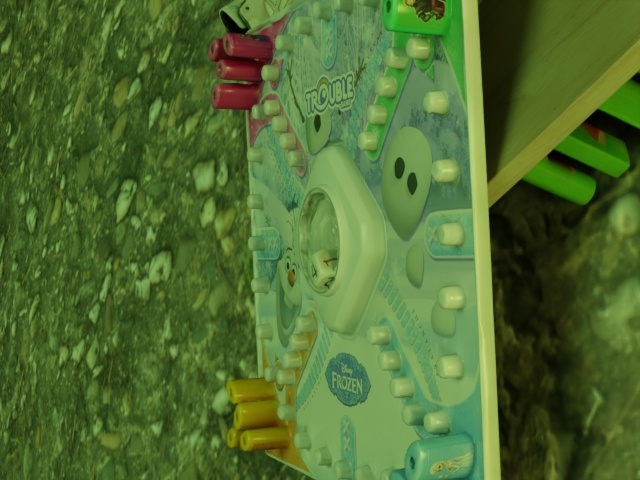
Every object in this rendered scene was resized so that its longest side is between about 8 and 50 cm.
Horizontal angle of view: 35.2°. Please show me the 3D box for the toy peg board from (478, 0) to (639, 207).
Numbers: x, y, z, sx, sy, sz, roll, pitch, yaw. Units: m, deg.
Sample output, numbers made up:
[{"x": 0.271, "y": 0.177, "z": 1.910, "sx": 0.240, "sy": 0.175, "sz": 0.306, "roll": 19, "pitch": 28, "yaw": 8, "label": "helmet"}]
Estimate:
[{"x": 0.162, "y": -0.111, "z": 0.623, "sx": 0.161, "sy": 0.079, "sz": 0.161, "roll": -47, "pitch": 30, "yaw": 43, "label": "toy peg board"}]

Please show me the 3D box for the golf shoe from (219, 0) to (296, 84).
[{"x": -0.054, "y": -0.229, "z": 0.973, "sx": 0.069, "sy": 0.086, "sz": 0.176, "roll": -19, "pitch": 65, "yaw": 58, "label": "golf shoe"}]

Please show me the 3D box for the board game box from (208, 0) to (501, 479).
[{"x": 0.000, "y": 0.000, "z": 0.755, "sx": 0.390, "sy": 0.050, "sz": 0.390, "roll": 177, "pitch": 90, "yaw": -67, "label": "board game box"}]
